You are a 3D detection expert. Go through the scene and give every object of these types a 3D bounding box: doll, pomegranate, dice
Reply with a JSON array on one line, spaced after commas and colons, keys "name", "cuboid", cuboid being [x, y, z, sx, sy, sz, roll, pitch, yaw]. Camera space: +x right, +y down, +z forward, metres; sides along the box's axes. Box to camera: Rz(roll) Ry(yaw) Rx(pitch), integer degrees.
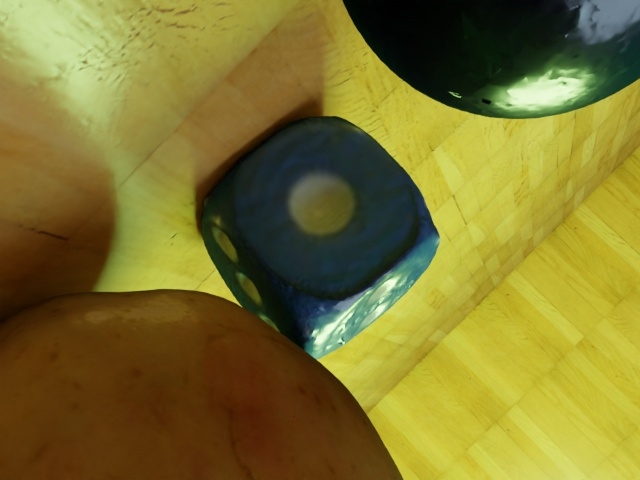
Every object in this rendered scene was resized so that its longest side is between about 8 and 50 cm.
[{"name": "doll", "cuboid": [0.104, -0.183, 0.441, 0.322, 0.198, 0.186, 95, 14, -56]}, {"name": "pomegranate", "cuboid": [-0.128, 0.222, 0.631, 0.411, 0.411, 0.411, -40, 164, -14]}, {"name": "dice", "cuboid": [0.000, 0.000, 0.740, 0.143, 0.146, 0.146, -36, 163, -20]}]
